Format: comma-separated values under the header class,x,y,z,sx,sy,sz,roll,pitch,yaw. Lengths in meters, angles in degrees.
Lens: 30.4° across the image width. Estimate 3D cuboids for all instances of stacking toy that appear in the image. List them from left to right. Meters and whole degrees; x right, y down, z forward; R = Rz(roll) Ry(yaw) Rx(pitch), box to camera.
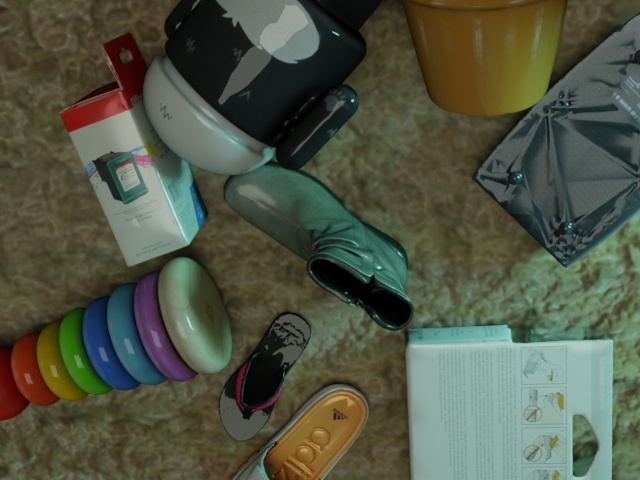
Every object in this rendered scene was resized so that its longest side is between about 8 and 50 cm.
class,x,y,z,sx,sy,sz,roll,pitch,yaw
stacking toy,-0.277,0.137,1.384,0.330,0.141,0.141,-21,104,13

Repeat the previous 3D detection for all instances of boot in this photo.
class,x,y,z,sx,sy,sz,roll,pitch,yaw
boot,0.000,0.000,1.305,0.246,0.161,0.083,30,105,-5

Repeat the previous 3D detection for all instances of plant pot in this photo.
class,x,y,z,sx,sy,sz,roll,pitch,yaw
plant pot,0.172,-0.240,1.220,0.205,0.205,0.188,-4,121,5

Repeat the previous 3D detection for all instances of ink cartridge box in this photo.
class,x,y,z,sx,sy,sz,roll,pitch,yaw
ink cartridge box,-0.211,-0.104,1.302,0.078,0.134,0.231,-19,103,10
ink cartridge box,0.225,0.237,1.415,0.239,0.060,0.275,-2,105,3

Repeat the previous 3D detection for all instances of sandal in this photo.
class,x,y,z,sx,sy,sz,roll,pitch,yaw
sandal,-0.071,0.167,1.421,0.067,0.040,0.179,28,106,-5
sandal,-0.039,0.287,1.436,0.102,0.076,0.265,34,105,-6

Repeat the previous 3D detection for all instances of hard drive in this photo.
class,x,y,z,sx,sy,sz,roll,pitch,yaw
hard drive,0.311,-0.111,1.310,0.172,0.054,0.255,43,104,-8

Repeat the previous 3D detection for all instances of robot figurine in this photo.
class,x,y,z,sx,sy,sz,roll,pitch,yaw
robot figurine,-0.062,-0.196,1.250,0.173,0.209,0.278,37,105,-25
